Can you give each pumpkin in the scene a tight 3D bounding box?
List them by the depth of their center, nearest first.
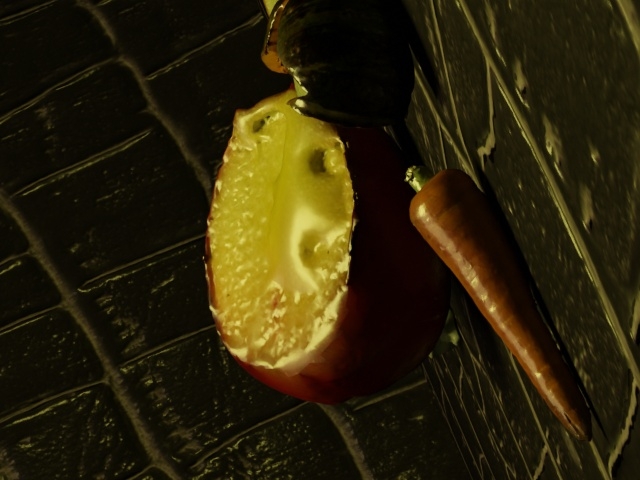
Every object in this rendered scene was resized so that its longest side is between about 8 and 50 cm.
[{"bbox_3d":[0.016,-0.166,1.378,0.183,0.119,0.108,-126,48,-62],"label":"pumpkin"}]

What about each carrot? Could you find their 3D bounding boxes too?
[{"bbox_3d":[0.145,0.042,1.263,0.257,0.061,0.061,57,176,17],"label":"carrot"}]

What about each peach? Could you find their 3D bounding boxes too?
[{"bbox_3d":[0.000,0.000,1.752,0.281,0.281,0.338,-116,3,-68],"label":"peach"}]

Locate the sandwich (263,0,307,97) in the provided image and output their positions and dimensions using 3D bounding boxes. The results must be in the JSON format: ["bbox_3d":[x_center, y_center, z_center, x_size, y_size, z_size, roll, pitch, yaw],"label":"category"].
[{"bbox_3d":[-0.007,-0.247,1.608,0.090,0.088,0.244,47,158,61],"label":"sandwich"}]

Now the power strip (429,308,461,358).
[{"bbox_3d":[0.115,0.027,2.168,0.118,0.046,0.270,69,178,-65],"label":"power strip"}]
